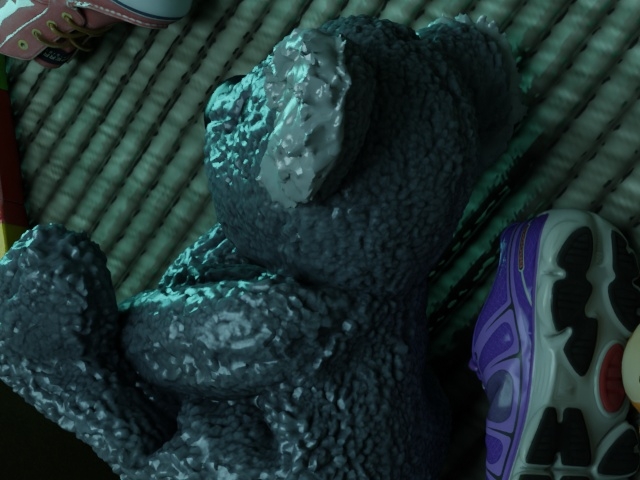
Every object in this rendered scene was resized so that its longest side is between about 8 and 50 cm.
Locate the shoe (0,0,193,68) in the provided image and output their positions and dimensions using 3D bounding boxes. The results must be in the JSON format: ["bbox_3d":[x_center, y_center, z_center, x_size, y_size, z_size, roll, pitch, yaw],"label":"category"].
[{"bbox_3d":[-0.136,-0.132,0.918,0.178,0.063,0.081,33,113,45],"label":"shoe"}]

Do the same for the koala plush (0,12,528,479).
[{"bbox_3d":[0.000,0.000,0.707,0.203,0.196,0.221,37,113,26],"label":"koala plush"}]

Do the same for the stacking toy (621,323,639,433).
[{"bbox_3d":[0.202,0.086,0.546,0.302,0.165,0.175,35,103,55],"label":"stacking toy"}]

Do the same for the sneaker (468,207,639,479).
[{"bbox_3d":[0.096,0.071,0.698,0.071,0.068,0.170,0,80,59],"label":"sneaker"}]

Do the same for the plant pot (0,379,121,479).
[{"bbox_3d":[-0.198,0.133,0.832,0.237,0.254,0.237,-3,86,44],"label":"plant pot"}]

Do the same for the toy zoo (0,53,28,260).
[{"bbox_3d":[-0.273,0.000,1.018,0.192,0.030,0.293,-14,78,21],"label":"toy zoo"}]
